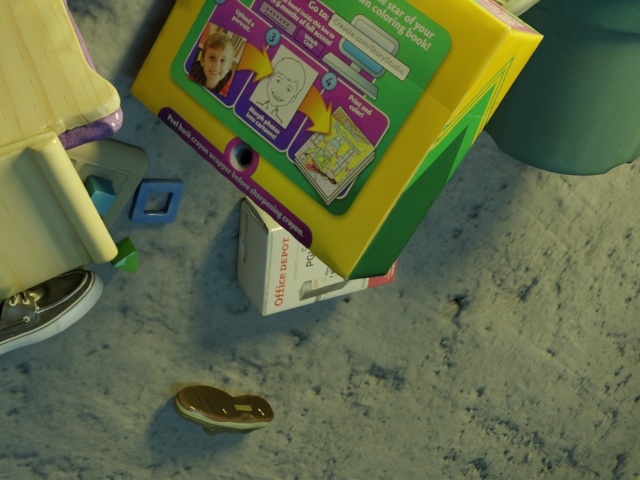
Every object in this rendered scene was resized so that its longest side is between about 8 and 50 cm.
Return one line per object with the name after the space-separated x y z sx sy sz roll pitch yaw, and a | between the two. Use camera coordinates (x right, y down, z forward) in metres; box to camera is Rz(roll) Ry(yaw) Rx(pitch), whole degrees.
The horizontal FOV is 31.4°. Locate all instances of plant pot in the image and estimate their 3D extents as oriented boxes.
0.340 -0.285 1.439 0.341 0.341 0.334 -16 142 -22 | plant pot

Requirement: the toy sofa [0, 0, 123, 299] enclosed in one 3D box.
-0.288 -0.131 1.105 0.177 0.362 0.150 -24 135 -7 | toy sofa

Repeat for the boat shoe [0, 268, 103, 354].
-0.387 0.084 1.424 0.229 0.080 0.076 -23 131 5 | boat shoe

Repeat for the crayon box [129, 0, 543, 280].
0.003 -0.190 1.240 0.313 0.363 0.106 -57 156 20 | crayon box

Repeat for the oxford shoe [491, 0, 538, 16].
0.112 -0.271 1.310 0.449 0.169 0.130 -25 163 38 | oxford shoe

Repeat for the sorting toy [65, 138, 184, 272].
-0.321 -0.041 1.387 0.348 0.047 0.196 15 116 -40 | sorting toy

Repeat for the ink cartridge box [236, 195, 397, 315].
0.000 0.000 1.603 0.218 0.092 0.158 -12 131 -22 | ink cartridge box

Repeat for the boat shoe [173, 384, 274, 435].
-0.158 0.274 1.755 0.190 0.068 0.072 20 124 -43 | boat shoe
